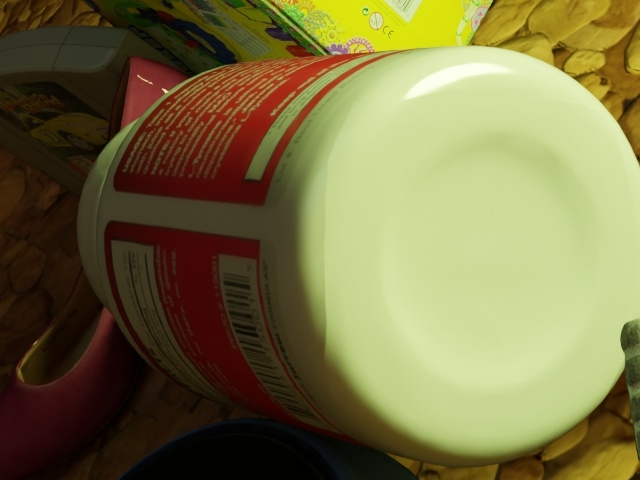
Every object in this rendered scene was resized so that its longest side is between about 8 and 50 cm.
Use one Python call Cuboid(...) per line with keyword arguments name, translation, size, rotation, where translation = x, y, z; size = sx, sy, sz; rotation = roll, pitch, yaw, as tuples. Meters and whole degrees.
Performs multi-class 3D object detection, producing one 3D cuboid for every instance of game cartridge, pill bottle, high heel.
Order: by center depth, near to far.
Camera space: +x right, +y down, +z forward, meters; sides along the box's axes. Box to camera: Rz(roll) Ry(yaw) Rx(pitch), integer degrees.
Cuboid(name="pill bottle", translation=(0.000, 0.000, 1.220), size=(0.229, 0.229, 0.408), rotation=(-58, 25, -12))
Cuboid(name="high heel", translation=(-0.205, 0.028, 1.636), size=(0.377, 0.181, 0.127), rotation=(-51, 30, -2))
Cuboid(name="game cartridge", translation=(-0.213, -0.116, 1.793), size=(0.294, 0.196, 0.060), rotation=(-6, 51, 51))

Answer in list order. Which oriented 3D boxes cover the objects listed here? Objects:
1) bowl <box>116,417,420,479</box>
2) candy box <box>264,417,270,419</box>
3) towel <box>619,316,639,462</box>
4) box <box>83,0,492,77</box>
Cuboid(name="bowl", translation=(-0.077, 0.290, 1.232), size=(0.391, 0.077, 0.391), rotation=(-31, 43, 34))
Cuboid(name="candy box", translation=(-0.045, 0.032, 1.529), size=(0.165, 0.070, 0.196), rotation=(-53, 31, -4))
Cuboid(name="towel", translation=(0.267, 0.114, 0.881), size=(0.284, 0.121, 0.235), rotation=(-23, 68, 38))
Cuboid(name="box", translation=(-0.056, -0.241, 1.626), size=(0.279, 0.290, 0.177), rotation=(6, 61, 54))
